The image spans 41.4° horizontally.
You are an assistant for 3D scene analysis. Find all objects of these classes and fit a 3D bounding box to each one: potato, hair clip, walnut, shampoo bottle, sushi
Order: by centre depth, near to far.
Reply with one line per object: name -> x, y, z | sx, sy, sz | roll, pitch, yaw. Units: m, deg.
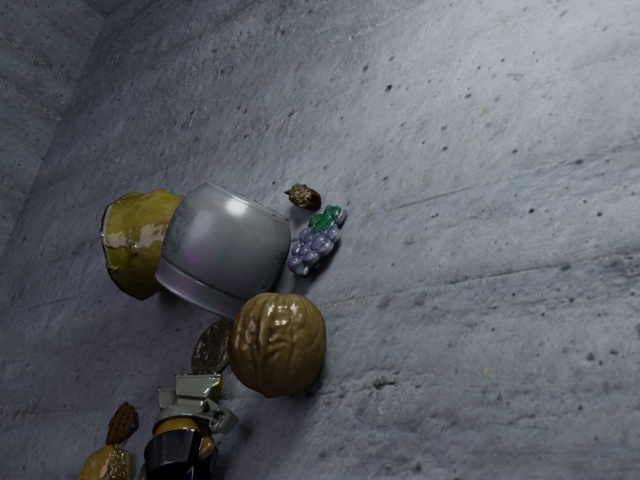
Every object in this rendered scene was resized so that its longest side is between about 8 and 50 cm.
walnut -> -0.085, 0.207, 1.667 | 0.213, 0.213, 0.213 | -32, 41, 33
hair clip -> 0.001, 0.001, 1.860 | 0.124, 0.052, 0.195 | -2, 53, 40
shampoo bottle -> -0.217, 0.024, 1.902 | 0.273, 0.273, 0.266 | 33, 99, 56
sushi -> -0.042, -0.102, 1.980 | 0.052, 0.055, 0.120 | -59, 32, 8
potato -> -0.372, -0.005, 2.217 | 0.296, 0.289, 0.397 | -12, 7, 12

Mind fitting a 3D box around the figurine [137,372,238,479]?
figurine -> -0.292, 0.426, 1.788 | 0.308, 0.143, 0.308 | -56, 21, 35

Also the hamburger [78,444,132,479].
hamburger -> -0.510, 0.562, 2.003 | 0.147, 0.083, 0.138 | -35, 36, 27

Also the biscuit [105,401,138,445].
biscuit -> -0.495, 0.459, 2.122 | 0.130, 0.019, 0.119 | -11, 55, 47

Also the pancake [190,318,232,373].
pancake -> -0.249, 0.254, 1.974 | 0.152, 0.025, 0.151 | -32, 40, 32
